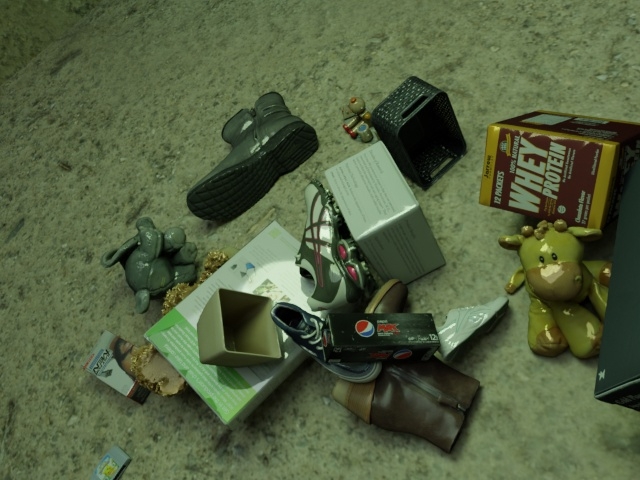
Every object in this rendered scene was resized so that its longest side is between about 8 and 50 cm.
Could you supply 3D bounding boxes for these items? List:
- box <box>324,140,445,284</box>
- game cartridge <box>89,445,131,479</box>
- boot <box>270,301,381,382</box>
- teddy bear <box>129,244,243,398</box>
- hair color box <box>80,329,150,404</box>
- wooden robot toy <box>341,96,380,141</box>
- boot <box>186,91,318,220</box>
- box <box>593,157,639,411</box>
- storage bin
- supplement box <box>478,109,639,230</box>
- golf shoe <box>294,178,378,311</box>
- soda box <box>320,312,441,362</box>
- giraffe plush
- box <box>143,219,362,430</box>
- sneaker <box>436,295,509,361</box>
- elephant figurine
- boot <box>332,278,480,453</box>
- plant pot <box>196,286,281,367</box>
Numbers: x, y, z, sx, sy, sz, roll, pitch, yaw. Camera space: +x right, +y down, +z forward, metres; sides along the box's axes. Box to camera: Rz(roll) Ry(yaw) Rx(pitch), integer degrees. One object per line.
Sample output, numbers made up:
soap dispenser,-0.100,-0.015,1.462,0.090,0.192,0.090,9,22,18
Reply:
box,0.115,-0.041,1.083,0.119,0.181,0.181,-28,49,7
game cartridge,-0.398,0.433,1.153,0.056,0.017,0.083,20,70,41
boot,0.003,0.159,0.960,0.190,0.086,0.069,21,74,37
teddy bear,-0.214,0.157,1.191,0.245,0.113,0.337,11,62,15
hair color box,-0.405,0.257,1.255,0.167,0.053,0.093,16,67,35
wooden robot toy,0.082,-0.272,1.332,0.076,0.079,0.173,-39,48,0
boot,-0.185,-0.198,1.424,0.338,0.118,0.222,-33,44,-10
box,0.526,0.057,0.706,0.313,0.179,0.343,17,65,6
storage bin,0.187,-0.202,1.156,0.122,0.180,0.084,-43,47,-3
supplement box,0.384,-0.118,0.959,0.191,0.129,0.194,19,28,37
golf shoe,0.000,0.000,1.076,0.120,0.105,0.272,-27,48,8
soda box,0.088,0.145,0.915,0.169,0.053,0.060,2,50,-15
giraffe plush,0.352,0.049,0.895,0.181,0.170,0.210,-30,49,9
box,-0.118,0.140,1.096,0.322,0.058,0.232,-42,64,-18
sneaker,0.234,0.124,0.963,0.152,0.053,0.061,-31,51,-22
elephant figurine,-0.391,0.044,1.351,0.240,0.186,0.169,4,103,43
boot,0.156,0.193,0.985,0.207,0.090,0.248,17,63,22
plant pot,-0.142,0.153,0.991,0.096,0.109,0.109,-37,52,36
